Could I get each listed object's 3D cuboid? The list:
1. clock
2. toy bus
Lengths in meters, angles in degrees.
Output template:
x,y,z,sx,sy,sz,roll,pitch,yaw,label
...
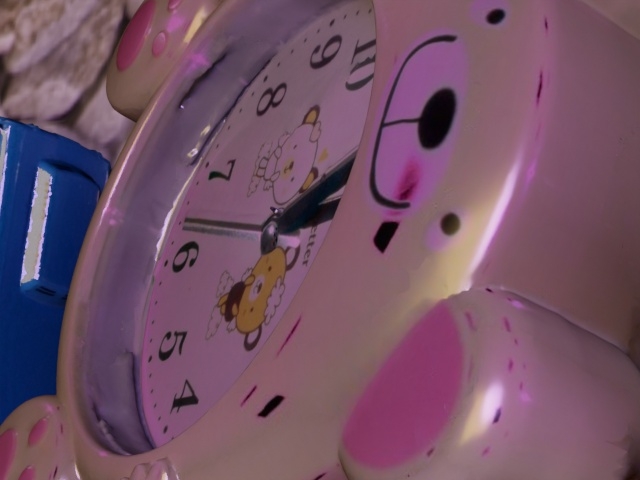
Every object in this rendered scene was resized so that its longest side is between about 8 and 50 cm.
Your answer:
x,y,z,sx,sy,sz,roll,pitch,yaw,label
0.000,0.000,0.531,0.309,0.114,0.284,-18,51,54,clock
-0.168,0.028,0.713,0.106,0.090,0.185,1,79,31,toy bus
